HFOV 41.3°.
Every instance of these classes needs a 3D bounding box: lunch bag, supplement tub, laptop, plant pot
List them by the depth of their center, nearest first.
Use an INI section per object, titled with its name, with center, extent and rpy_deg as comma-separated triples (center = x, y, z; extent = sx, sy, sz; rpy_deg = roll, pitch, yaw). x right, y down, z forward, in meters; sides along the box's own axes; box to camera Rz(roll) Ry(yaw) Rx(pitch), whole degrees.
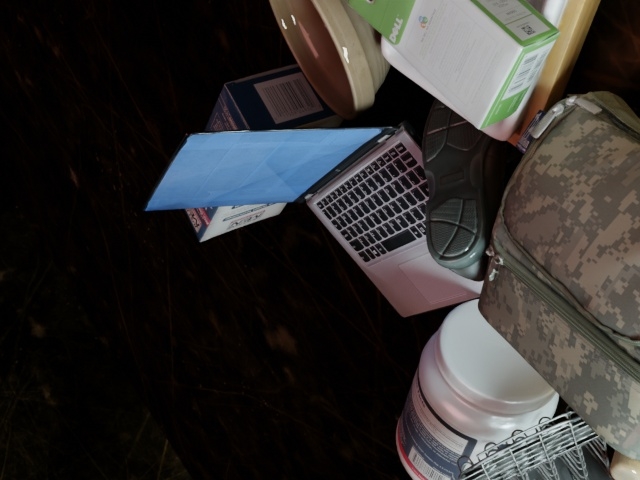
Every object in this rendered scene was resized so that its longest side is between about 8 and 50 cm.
[lunch bag]
center = 0.315, 0.020, 0.835
extent = 0.305, 0.213, 0.255
rpy_deg = -127, 38, -49
[plant pot]
center = 0.027, -0.285, 1.096
extent = 0.237, 0.110, 0.237
rpy_deg = 58, 173, 12
[laptop]
center = 0.000, 0.000, 1.174
extent = 0.408, 0.236, 0.382
rpy_deg = 50, 158, -4
[supplement tub]
center = 0.220, 0.229, 1.195
extent = 0.191, 0.191, 0.272
rpy_deg = 43, 145, 27

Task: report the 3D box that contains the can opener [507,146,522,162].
[can opener]
center = 0.187, -0.100, 1.104
extent = 0.186, 0.073, 0.059
rpy_deg = -12, 97, 49

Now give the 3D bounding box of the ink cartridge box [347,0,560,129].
[ink cartridge box]
center = 0.127, -0.223, 0.850
extent = 0.209, 0.062, 0.109
rpy_deg = 48, 146, 21

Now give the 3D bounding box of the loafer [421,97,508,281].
[loafer]
center = 0.175, -0.078, 1.007
extent = 0.096, 0.267, 0.084
rpy_deg = -7, 151, 33

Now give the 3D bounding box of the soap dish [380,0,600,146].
[soap dish]
center = 0.189, -0.272, 0.897
extent = 0.229, 0.118, 0.290
rpy_deg = 43, 145, 28

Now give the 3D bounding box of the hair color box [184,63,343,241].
[hair color box]
center = -0.105, -0.136, 1.377
extent = 0.105, 0.174, 0.347
rpy_deg = 61, 150, 14

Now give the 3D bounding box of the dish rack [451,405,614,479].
[dish rack]
center = 0.267, 0.286, 1.075
extent = 0.074, 0.208, 0.271
rpy_deg = 65, -177, 40

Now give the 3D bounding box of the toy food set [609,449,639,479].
[toy food set]
center = 0.436, 0.293, 1.058
extent = 0.232, 0.104, 0.111
rpy_deg = 49, 138, -15
